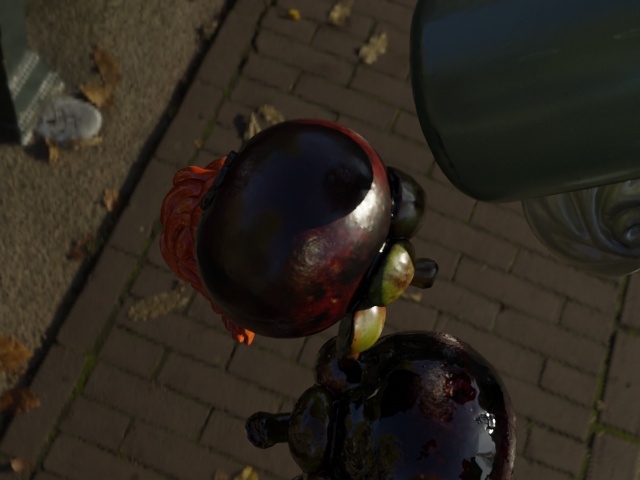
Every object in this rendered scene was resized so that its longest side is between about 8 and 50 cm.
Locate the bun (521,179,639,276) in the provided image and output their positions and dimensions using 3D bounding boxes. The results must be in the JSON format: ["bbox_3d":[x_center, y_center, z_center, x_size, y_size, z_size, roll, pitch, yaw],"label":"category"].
[{"bbox_3d":[0.248,-0.041,0.888,0.173,0.173,0.120,10,33,-4],"label":"bun"}]

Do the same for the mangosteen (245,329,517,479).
[{"bbox_3d":[0.055,0.179,1.018,0.250,0.211,0.211,6,63,2],"label":"mangosteen"}]

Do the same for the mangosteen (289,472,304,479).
[{"bbox_3d":[0.035,0.365,1.290,0.230,0.194,0.194,28,57,-33],"label":"mangosteen"}]

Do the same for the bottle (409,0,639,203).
[{"bbox_3d":[0.236,-0.129,0.681,0.347,0.168,0.168,-10,57,32],"label":"bottle"}]

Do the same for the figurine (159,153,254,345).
[{"bbox_3d":[-0.067,0.006,1.867,0.411,0.241,0.306,-6,98,-40],"label":"figurine"}]

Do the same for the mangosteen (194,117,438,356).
[{"bbox_3d":[0.000,0.000,0.888,0.200,0.200,0.200,4,63,-7],"label":"mangosteen"}]
